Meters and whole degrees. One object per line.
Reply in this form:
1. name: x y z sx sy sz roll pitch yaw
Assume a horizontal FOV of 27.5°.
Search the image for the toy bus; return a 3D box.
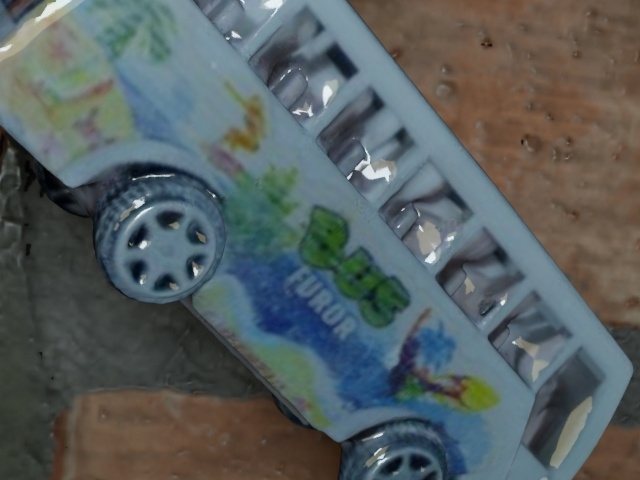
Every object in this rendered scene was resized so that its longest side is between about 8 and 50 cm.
1. toy bus: 0.000 0.000 0.530 0.136 0.109 0.329 -43 122 -1
